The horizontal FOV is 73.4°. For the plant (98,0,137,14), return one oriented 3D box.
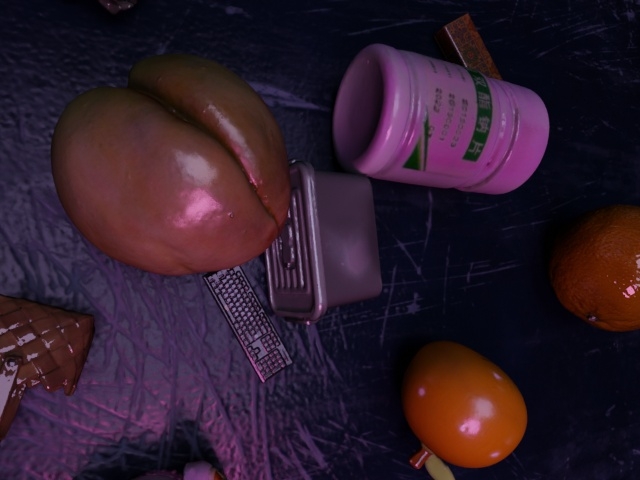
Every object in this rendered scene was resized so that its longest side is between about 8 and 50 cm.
[{"bbox_3d":[-0.332,-0.413,0.580,0.194,0.132,0.129,39,74,-11],"label":"plant"}]

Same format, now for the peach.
[{"bbox_3d":[-0.174,-0.090,0.560,0.292,0.247,0.293,17,60,-33],"label":"peach"}]

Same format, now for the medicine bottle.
[{"bbox_3d":[0.204,-0.199,0.754,0.324,0.212,0.212,5,83,-23],"label":"medicine bottle"}]

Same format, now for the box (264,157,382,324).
[{"bbox_3d":[0.000,0.000,0.679,0.134,0.163,0.244,-5,86,-33],"label":"box"}]

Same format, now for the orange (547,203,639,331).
[{"bbox_3d":[0.617,0.060,0.903,0.263,0.264,0.265,3,84,-24],"label":"orange"}]

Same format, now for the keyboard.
[{"bbox_3d":[-0.114,0.129,0.689,0.063,0.010,0.198,-31,97,-22],"label":"keyboard"}]

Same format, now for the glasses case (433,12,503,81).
[{"bbox_3d":[0.327,-0.360,0.912,0.075,0.049,0.218,-35,99,-16],"label":"glasses case"}]

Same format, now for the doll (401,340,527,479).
[{"bbox_3d":[0.223,0.302,0.727,0.213,0.213,0.236,35,85,-17],"label":"doll"}]

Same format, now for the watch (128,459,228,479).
[{"bbox_3d":[-0.200,0.430,0.545,0.217,0.211,0.249,-19,84,-7],"label":"watch"}]

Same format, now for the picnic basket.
[{"bbox_3d":[-0.364,0.162,0.508,0.137,0.128,0.179,19,68,-19],"label":"picnic basket"}]
